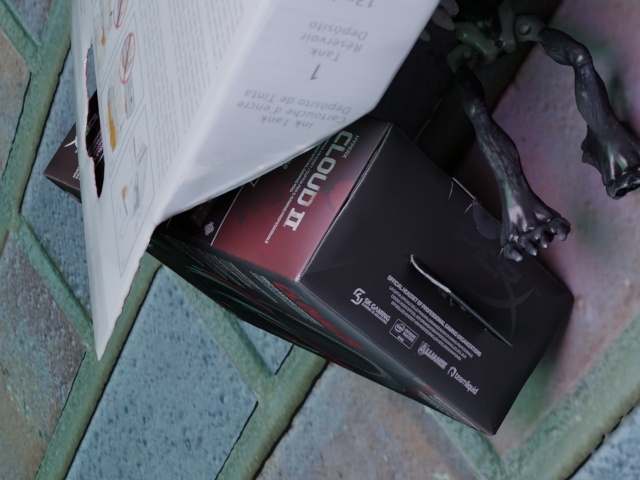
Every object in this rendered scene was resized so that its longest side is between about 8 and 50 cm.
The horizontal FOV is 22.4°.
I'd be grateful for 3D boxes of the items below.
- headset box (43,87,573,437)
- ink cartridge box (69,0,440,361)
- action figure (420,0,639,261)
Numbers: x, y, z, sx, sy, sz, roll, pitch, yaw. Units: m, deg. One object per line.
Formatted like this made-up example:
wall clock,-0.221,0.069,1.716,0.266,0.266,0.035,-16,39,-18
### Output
headset box,0.000,0.000,1.012,0.293,0.110,0.218,21,167,45
ink cartridge box,-0.046,-0.158,0.884,0.385,0.091,0.308,120,148,-45
action figure,0.093,-0.138,0.877,0.276,0.164,0.141,62,170,-4
